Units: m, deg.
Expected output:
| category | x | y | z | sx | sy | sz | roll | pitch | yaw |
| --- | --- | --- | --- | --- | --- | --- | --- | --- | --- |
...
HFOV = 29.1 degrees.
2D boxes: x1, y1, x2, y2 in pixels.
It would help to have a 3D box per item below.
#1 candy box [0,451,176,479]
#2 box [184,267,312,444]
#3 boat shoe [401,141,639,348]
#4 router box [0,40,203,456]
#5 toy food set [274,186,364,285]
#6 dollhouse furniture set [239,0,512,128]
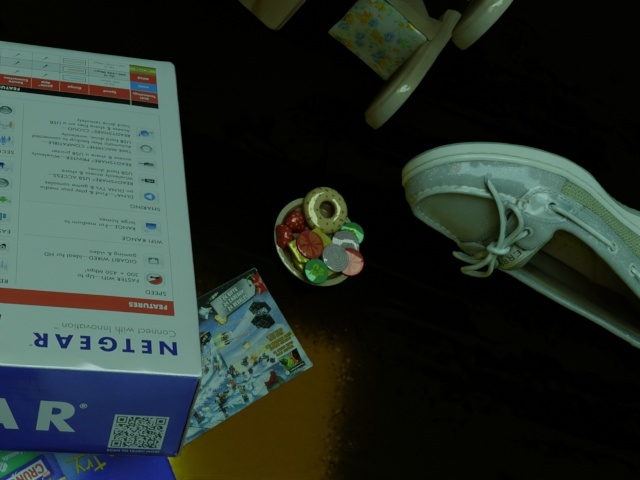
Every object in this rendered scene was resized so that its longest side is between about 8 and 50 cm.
| category | x | y | z | sx | sy | sz | roll | pitch | yaw |
| --- | --- | --- | --- | --- | --- | --- | --- | --- | --- |
| candy box | -0.216 | 0.228 | 0.780 | 0.268 | 0.122 | 0.317 | -16 | 77 | -34 |
| box | -0.084 | 0.091 | 0.962 | 0.137 | 0.027 | 0.094 | -28 | 86 | -34 |
| boat shoe | 0.213 | 0.009 | 1.104 | 0.320 | 0.118 | 0.103 | 26 | 56 | -25 |
| router box | -0.255 | -0.014 | 0.783 | 0.335 | 0.082 | 0.301 | 6 | 44 | -16 |
| toy food set | 0.000 | 0.000 | 1.048 | 0.083 | 0.020 | 0.082 | -31 | 86 | -34 |
| dollhouse furniture set | 0.008 | -0.295 | 0.942 | 0.362 | 0.394 | 0.256 | 42 | 47 | -8 |
